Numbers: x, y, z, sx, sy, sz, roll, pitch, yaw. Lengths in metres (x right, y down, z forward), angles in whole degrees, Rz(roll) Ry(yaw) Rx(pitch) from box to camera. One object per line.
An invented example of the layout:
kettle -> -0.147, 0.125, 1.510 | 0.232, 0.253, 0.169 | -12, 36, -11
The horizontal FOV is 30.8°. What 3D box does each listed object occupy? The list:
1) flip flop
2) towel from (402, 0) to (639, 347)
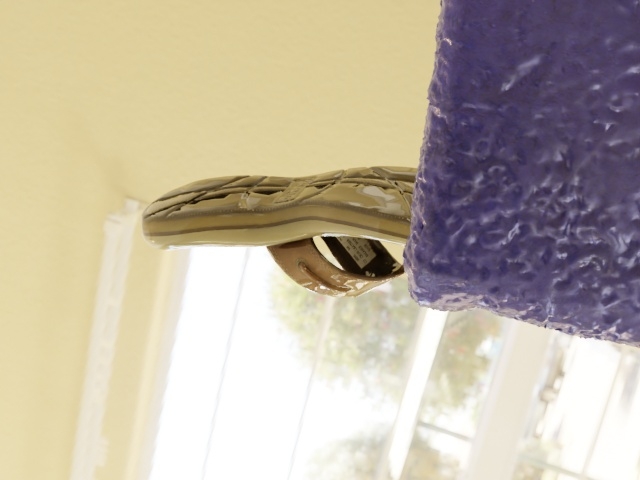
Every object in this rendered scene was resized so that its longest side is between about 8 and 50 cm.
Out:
flip flop -> 0.000, 0.000, 0.828 | 0.112, 0.277, 0.080 | -44, -51, -62
towel -> 0.197, -0.052, 0.489 | 0.076, 0.308, 0.228 | -76, -7, -60
